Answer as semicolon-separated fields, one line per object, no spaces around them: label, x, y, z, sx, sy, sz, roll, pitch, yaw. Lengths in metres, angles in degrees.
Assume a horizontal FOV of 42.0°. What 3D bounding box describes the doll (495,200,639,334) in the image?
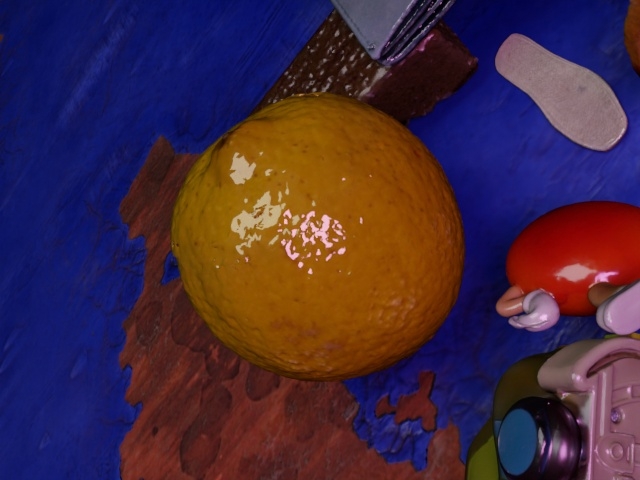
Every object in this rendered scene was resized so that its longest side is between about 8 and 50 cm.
doll;0.220;0.021;0.662;0.183;0.085;0.217;-25;15;-16

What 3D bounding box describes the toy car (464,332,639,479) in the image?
toy car;0.183;0.198;0.610;0.198;0.204;0.247;156;124;-65

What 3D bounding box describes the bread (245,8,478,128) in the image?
bread;-0.011;-0.112;0.983;0.416;0.113;0.165;-46;45;24

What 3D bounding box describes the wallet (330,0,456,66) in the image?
wallet;0.103;-0.352;0.842;0.290;0.054;0.251;-49;43;26

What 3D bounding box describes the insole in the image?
insole;0.233;-0.150;0.819;0.063;0.010;0.192;-52;44;17

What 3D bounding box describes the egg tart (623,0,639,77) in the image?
egg tart;0.338;-0.186;0.594;0.215;0.215;0.170;-3;57;46

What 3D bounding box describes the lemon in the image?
lemon;-0.001;-0.001;0.794;0.293;0.293;0.292;-21;58;39
